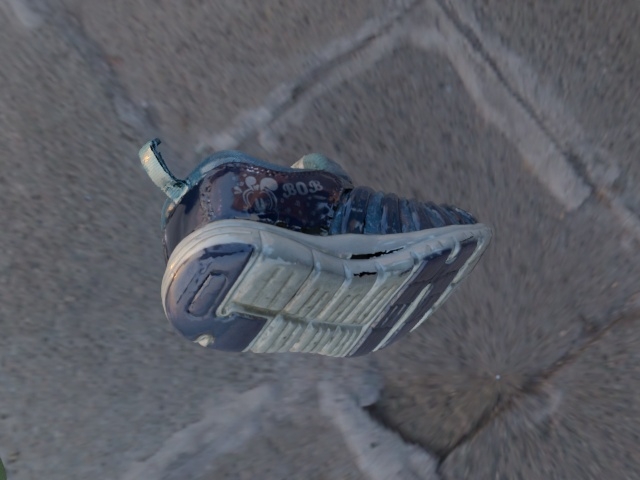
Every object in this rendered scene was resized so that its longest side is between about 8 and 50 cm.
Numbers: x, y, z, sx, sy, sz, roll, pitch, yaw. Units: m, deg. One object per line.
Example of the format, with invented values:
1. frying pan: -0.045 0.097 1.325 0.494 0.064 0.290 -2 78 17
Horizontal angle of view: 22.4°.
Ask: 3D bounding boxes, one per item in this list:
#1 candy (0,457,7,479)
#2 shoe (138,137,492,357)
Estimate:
1. candy: -0.225 0.005 0.339 0.343 0.142 0.132 36 126 -15
2. shoe: 0.000 0.000 0.582 0.064 0.143 0.071 -52 50 37
